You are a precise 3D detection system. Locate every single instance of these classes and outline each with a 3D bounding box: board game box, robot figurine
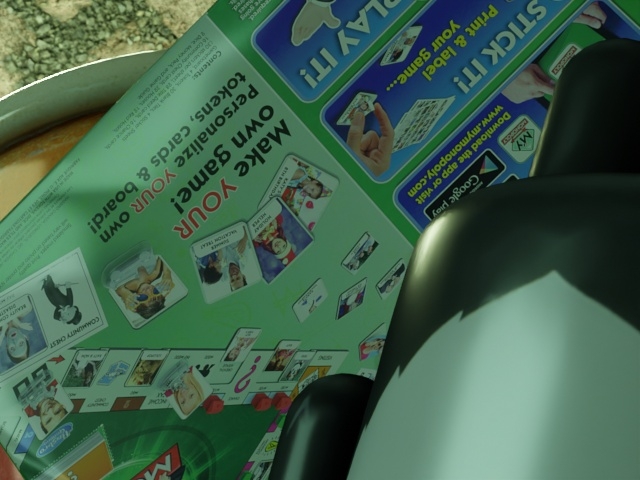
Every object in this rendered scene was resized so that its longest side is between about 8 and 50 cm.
[{"bbox_3d":[0.000,0.000,0.642,0.317,0.213,0.046,-44,-25,8],"label":"board game box"},{"bbox_3d":[0.083,0.089,0.382,0.209,0.174,0.278,141,147,-72],"label":"robot figurine"}]

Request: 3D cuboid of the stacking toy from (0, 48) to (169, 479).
[{"bbox_3d":[-0.045,0.176,0.761,0.350,0.351,0.480,118,151,-45],"label":"stacking toy"}]
